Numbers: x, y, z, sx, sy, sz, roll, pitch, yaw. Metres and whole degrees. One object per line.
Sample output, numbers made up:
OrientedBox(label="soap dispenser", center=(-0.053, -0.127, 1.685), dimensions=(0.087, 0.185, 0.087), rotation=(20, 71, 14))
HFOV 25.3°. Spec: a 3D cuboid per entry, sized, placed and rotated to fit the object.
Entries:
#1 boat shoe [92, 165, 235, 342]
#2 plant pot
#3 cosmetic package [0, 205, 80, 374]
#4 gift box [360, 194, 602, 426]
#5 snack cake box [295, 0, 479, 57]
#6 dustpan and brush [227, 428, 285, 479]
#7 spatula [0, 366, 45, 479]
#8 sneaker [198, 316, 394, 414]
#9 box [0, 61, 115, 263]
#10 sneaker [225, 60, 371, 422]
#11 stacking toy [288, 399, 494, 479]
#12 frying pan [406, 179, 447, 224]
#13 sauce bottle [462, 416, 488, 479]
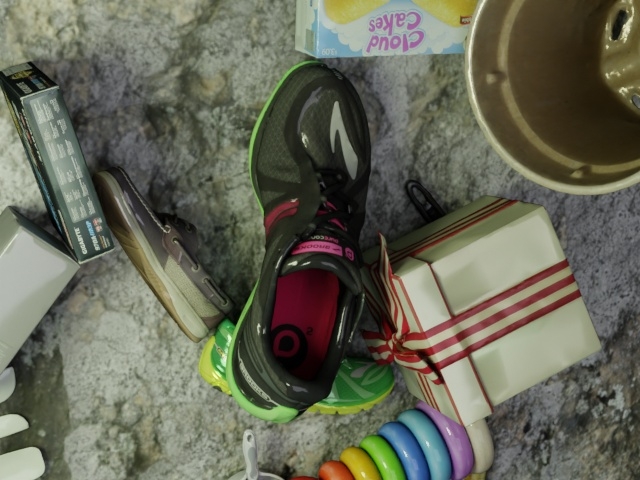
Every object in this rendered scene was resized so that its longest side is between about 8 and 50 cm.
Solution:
OrientedBox(label="boat shoe", center=(-0.204, 0.008, 1.884), dimensions=(0.092, 0.103, 0.285), rotation=(-37, 120, -14))
OrientedBox(label="plant pot", center=(0.415, -0.248, 1.923), dimensions=(0.305, 0.334, 0.334), rotation=(-16, 115, -52))
OrientedBox(label="cosmetic package", center=(-0.418, 0.085, 1.799), dimensions=(0.107, 0.127, 0.238), rotation=(40, 90, -24))
OrientedBox(label="gift box", center=(0.185, 0.076, 1.953), dimensions=(0.258, 0.255, 0.276), rotation=(-28, 97, -11))
OrientedBox(label="snack cake box", center=(0.103, -0.327, 1.912), dimensions=(0.264, 0.089, 0.152), rotation=(-5, 107, -21))
OrientedBox(label="dustpan and brush", center=(-0.099, 0.357, 2.051), dimensions=(0.147, 0.060, 0.211), rotation=(-14, 111, -18))
OrientedBox(label="spatula", center=(-0.500, 0.281, 1.885), dimensions=(0.242, 0.019, 0.168), rotation=(-19, 113, -17))
OrientedBox(label="sneaker", center=(-0.020, 0.169, 2.000), dimensions=(0.295, 0.109, 0.123), rotation=(9, 105, -25))
OrientedBox(label="box", center=(-0.326, -0.099, 1.754), dimensions=(0.051, 0.175, 0.220), rotation=(-22, 114, -15))
OrientedBox(label="sneaker", center=(0.000, 0.000, 1.869), dimensions=(0.185, 0.202, 0.483), rotation=(8, 82, -24))
OrientedBox(label="stacking toy", center=(0.081, 0.332, 2.069), dimensions=(0.330, 0.141, 0.141), rotation=(-22, 113, -17))
OrientedBox(label="frying pan", center=(0.253, 0.031, 2.111), dimensions=(0.197, 0.053, 0.326), rotation=(-22, 116, -16))
OrientedBox(label="sauce bottle", center=(0.238, 0.329, 2.196), dimensions=(0.042, 0.042, 0.128), rotation=(-1, 104, -22))
